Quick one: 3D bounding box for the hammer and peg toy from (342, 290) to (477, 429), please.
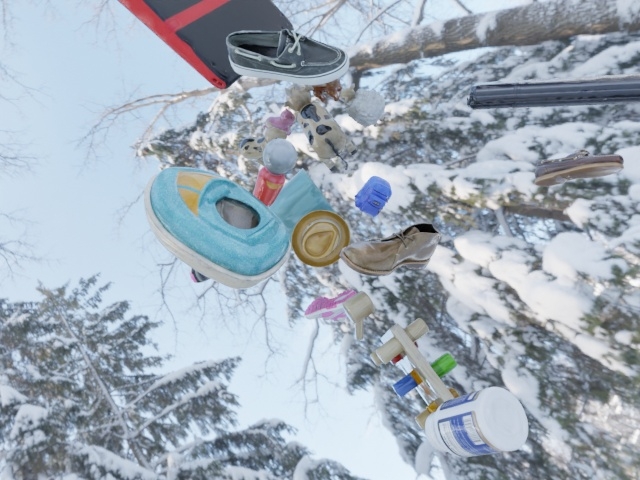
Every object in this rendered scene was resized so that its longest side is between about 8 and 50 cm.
[{"bbox_3d":[0.204,0.273,0.995,0.127,0.361,0.266,-34,-18,-8],"label":"hammer and peg toy"}]

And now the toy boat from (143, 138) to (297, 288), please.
[{"bbox_3d":[-0.144,-0.074,0.745,0.148,0.267,0.318,-60,-5,38],"label":"toy boat"}]

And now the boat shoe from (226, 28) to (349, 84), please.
[{"bbox_3d":[-0.057,-0.330,0.750,0.070,0.219,0.078,91,-179,-72],"label":"boat shoe"}]

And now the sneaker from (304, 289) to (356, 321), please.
[{"bbox_3d":[0.050,0.293,1.744,0.111,0.252,0.103,62,-152,-23],"label":"sneaker"}]

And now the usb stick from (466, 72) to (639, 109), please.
[{"bbox_3d":[0.399,-0.254,0.726,0.077,0.277,0.045,-50,-42,-55],"label":"usb stick"}]

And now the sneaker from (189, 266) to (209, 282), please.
[{"bbox_3d":[-0.222,0.040,0.963,0.170,0.074,0.063,-41,-60,-48],"label":"sneaker"}]

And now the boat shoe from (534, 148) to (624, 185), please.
[{"bbox_3d":[0.625,-0.187,1.037,0.073,0.207,0.073,17,-101,-32],"label":"boat shoe"}]

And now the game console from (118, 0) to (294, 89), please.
[{"bbox_3d":[-0.264,-0.557,1.003,0.342,0.060,0.387,43,-133,-16],"label":"game console"}]

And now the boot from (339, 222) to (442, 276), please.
[{"bbox_3d":[0.175,0.009,1.012,0.305,0.112,0.115,-6,-44,-40],"label":"boot"}]

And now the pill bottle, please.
[{"bbox_3d":[0.180,0.222,0.508,0.067,0.067,0.120,-27,-15,-35],"label":"pill bottle"}]

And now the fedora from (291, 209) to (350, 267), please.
[{"bbox_3d":[0.000,0.000,1.324,0.194,0.079,0.195,0,-79,2],"label":"fedora"}]

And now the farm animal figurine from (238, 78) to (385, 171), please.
[{"bbox_3d":[-0.045,-0.303,1.085,0.330,0.326,0.172,-51,-31,3],"label":"farm animal figurine"}]

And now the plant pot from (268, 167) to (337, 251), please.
[{"bbox_3d":[-0.073,-0.094,1.658,0.235,0.293,0.293,-37,-48,5],"label":"plant pot"}]

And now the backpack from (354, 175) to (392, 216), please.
[{"bbox_3d":[0.185,-0.146,1.417,0.097,0.101,0.120,23,-58,-20],"label":"backpack"}]
